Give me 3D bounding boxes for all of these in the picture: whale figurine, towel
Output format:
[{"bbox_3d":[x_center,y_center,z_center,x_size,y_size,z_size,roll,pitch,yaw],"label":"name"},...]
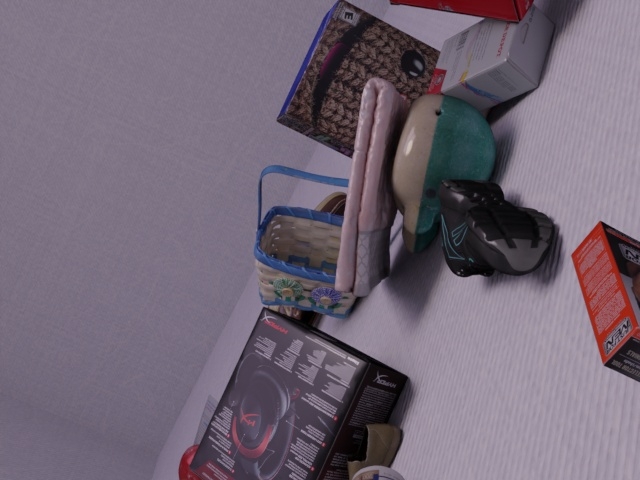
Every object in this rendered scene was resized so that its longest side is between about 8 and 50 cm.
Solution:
[{"bbox_3d":[0.183,-0.090,1.220,0.272,0.141,0.216,88,-165,-51],"label":"whale figurine"},{"bbox_3d":[0.095,-0.078,1.289,0.332,0.053,0.316,-10,-72,-79],"label":"towel"}]

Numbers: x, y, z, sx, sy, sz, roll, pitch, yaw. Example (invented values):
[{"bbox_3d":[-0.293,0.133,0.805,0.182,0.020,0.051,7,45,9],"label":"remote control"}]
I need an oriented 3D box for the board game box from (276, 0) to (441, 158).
[{"bbox_3d":[0.101,-0.269,1.518,0.232,0.291,0.141,-66,11,-1],"label":"board game box"}]

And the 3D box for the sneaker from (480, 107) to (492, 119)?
[{"bbox_3d":[0.242,-0.212,1.343,0.070,0.051,0.134,-62,13,-13],"label":"sneaker"}]

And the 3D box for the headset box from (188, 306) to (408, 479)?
[{"bbox_3d":[-0.042,0.273,1.150,0.218,0.110,0.293,22,86,41],"label":"headset box"}]

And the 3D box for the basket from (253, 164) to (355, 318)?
[{"bbox_3d":[0.000,0.000,1.546,0.201,0.255,0.288,-78,-3,-58],"label":"basket"}]

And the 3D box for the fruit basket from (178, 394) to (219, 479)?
[{"bbox_3d":[-0.220,0.507,1.570,0.353,0.165,0.327,-68,20,-5],"label":"fruit basket"}]

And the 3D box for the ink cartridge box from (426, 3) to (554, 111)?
[{"bbox_3d":[0.255,-0.270,1.232,0.175,0.072,0.127,-17,45,54],"label":"ink cartridge box"}]

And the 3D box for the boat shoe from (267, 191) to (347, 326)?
[{"bbox_3d":[0.007,0.056,1.812,0.123,0.123,0.342,20,78,50],"label":"boat shoe"}]

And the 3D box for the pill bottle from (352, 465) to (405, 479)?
[{"bbox_3d":[0.063,0.321,0.915,0.067,0.067,0.120,-59,11,33],"label":"pill bottle"}]

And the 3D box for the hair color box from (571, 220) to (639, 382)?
[{"bbox_3d":[0.244,0.050,0.624,0.043,0.072,0.141,-59,12,32],"label":"hair color box"}]

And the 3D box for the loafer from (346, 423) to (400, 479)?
[{"bbox_3d":[0.054,0.303,1.057,0.148,0.050,0.056,-66,10,-9],"label":"loafer"}]

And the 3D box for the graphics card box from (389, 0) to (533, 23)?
[{"bbox_3d":[0.276,-0.504,1.229,0.371,0.233,0.094,-55,-38,-18],"label":"graphics card box"}]

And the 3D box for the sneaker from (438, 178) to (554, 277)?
[{"bbox_3d":[0.204,0.001,0.972,0.267,0.101,0.106,-101,15,-73],"label":"sneaker"}]
